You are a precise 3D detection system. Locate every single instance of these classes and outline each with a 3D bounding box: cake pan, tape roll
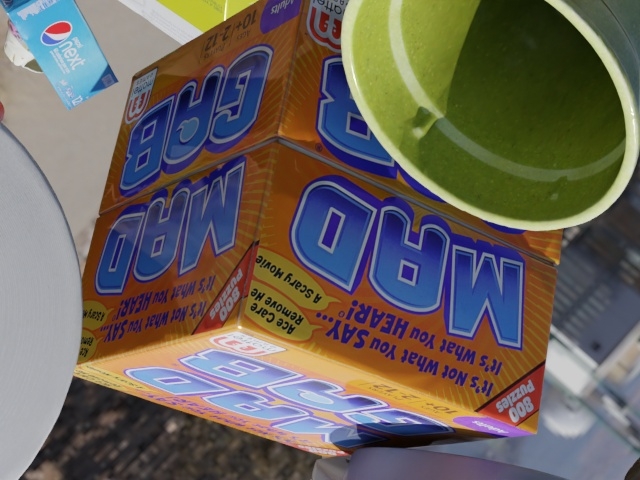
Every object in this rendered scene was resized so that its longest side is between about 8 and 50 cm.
[{"bbox_3d":[0.155,0.272,1.499,0.293,0.293,0.054,64,35,-72],"label":"cake pan"},{"bbox_3d":[-0.369,0.051,1.062,0.392,0.392,0.072,-39,-160,-27],"label":"tape roll"}]

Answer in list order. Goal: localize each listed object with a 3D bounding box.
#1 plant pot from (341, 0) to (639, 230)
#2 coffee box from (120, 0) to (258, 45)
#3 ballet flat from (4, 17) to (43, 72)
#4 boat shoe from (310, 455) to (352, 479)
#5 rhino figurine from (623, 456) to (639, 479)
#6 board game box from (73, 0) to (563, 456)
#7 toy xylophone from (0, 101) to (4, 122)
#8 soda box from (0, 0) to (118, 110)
[{"bbox_3d":[0.202,-0.193,1.222,0.254,0.276,0.276,-48,166,-33],"label":"plant pot"},{"bbox_3d":[-0.106,-0.492,1.953,0.338,0.338,0.334,-26,140,-37],"label":"coffee box"},{"bbox_3d":[-0.396,-0.273,1.975,0.079,0.077,0.221,-33,164,6],"label":"ballet flat"},{"bbox_3d":[0.022,0.333,1.840,0.267,0.096,0.088,174,-64,-86],"label":"boat shoe"},{"bbox_3d":[0.286,0.205,0.875,0.073,0.243,0.106,-17,141,-41],"label":"rhino figurine"},{"bbox_3d":[0.000,0.000,1.466,0.356,0.356,0.356,-18,-124,53],"label":"board game box"},{"bbox_3d":[-0.554,-0.161,1.872,0.081,0.323,0.236,-22,-137,31],"label":"toy xylophone"},{"bbox_3d":[-0.283,-0.225,1.485,0.067,0.071,0.210,-31,157,-6],"label":"soda box"}]
